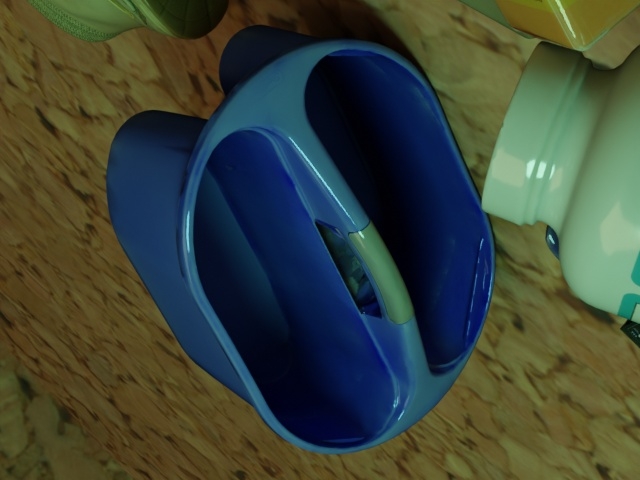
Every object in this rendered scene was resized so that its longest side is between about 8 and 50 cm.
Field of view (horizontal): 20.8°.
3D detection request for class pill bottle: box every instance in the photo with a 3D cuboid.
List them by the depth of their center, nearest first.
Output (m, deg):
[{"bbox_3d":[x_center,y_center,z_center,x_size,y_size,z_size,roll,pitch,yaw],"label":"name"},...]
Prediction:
[{"bbox_3d":[0.218,-0.014,0.858,0.264,0.146,0.146,20,151,10],"label":"pill bottle"}]

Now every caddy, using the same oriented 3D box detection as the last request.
[{"bbox_3d":[0.000,0.000,1.305,0.179,0.241,0.341,27,151,49],"label":"caddy"}]

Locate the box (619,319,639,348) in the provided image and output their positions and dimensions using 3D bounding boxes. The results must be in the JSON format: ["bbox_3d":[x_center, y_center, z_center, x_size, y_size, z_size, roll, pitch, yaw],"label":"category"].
[{"bbox_3d":[0.254,0.048,1.182,0.052,0.062,0.083,44,157,0],"label":"box"}]

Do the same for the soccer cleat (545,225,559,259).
[{"bbox_3d":[0.246,-0.024,1.003,0.093,0.121,0.289,54,151,-18],"label":"soccer cleat"}]

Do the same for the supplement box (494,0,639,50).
[{"bbox_3d":[0.080,-0.204,0.809,0.233,0.078,0.080,57,170,-28],"label":"supplement box"}]

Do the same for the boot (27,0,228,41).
[{"bbox_3d":[-0.204,-0.267,1.388,0.262,0.095,0.203,52,157,-24],"label":"boot"}]

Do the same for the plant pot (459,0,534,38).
[{"bbox_3d":[0.110,-0.181,1.008,0.109,0.109,0.096,33,165,25],"label":"plant pot"}]
